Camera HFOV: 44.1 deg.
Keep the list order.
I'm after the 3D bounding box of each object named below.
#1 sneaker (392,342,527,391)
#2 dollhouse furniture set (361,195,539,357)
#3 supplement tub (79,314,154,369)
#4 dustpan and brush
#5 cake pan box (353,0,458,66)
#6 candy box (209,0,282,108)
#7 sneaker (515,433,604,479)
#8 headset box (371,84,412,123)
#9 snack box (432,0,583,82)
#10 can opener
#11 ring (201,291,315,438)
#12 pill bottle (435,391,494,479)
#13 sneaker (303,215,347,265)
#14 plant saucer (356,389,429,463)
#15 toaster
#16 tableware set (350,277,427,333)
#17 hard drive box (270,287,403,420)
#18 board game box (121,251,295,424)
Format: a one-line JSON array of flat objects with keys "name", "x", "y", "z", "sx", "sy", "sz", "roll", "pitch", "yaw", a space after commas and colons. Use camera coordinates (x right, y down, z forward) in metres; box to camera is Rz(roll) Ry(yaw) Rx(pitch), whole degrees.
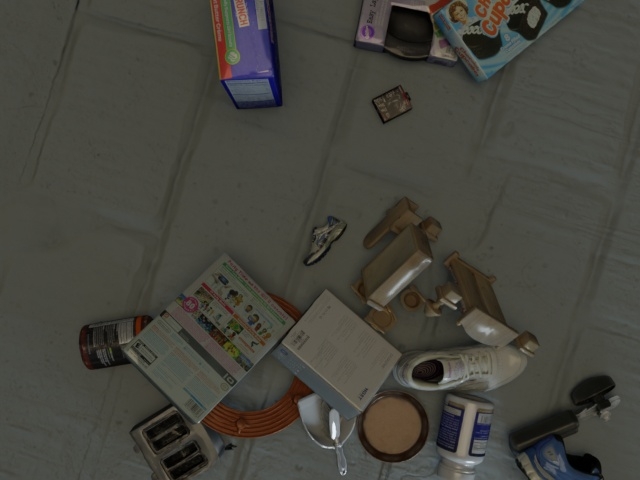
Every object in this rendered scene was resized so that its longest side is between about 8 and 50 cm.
[{"name": "sneaker", "x": 0.320, "y": 0.294, "z": 1.770, "sx": 0.305, "sy": 0.152, "sz": 0.114, "roll": -7, "pitch": 86, "yaw": -2}, {"name": "dollhouse furniture set", "x": 0.281, "y": 0.119, "z": 1.793, "sx": 0.355, "sy": 0.303, "sz": 0.174, "roll": 32, "pitch": 118, "yaw": -25}, {"name": "supplement tub", "x": -0.436, "y": 0.228, "z": 1.791, "sx": 0.198, "sy": 0.106, "sz": 0.106, "roll": -9, "pitch": 89, "yaw": -1}, {"name": "dustpan and brush", "x": 0.031, "y": 0.439, "z": 1.802, "sx": 0.147, "sy": 0.060, "sz": 0.211, "roll": -19, "pitch": 117, "yaw": -26}, {"name": "cake pan box", "x": 0.219, "y": -0.548, "z": 1.834, "sx": 0.246, "sy": 0.070, "sz": 0.267, "roll": 13, "pitch": 89, "yaw": 2}, {"name": "candy box", "x": -0.157, "y": -0.443, "z": 1.703, "sx": 0.122, "sy": 0.317, "sz": 0.268, "roll": -6, "pitch": 88, "yaw": 0}, {"name": "sneaker", "x": 0.591, "y": 0.566, "z": 1.758, "sx": 0.147, "sy": 0.130, "sz": 0.330, "roll": -42, "pitch": 101, "yaw": 3}, {"name": "headset box", "x": 0.171, "y": -0.319, "z": 1.844, "sx": 0.083, "sy": 0.032, "sz": 0.062, "roll": -28, "pitch": 89, "yaw": -2}, {"name": "snack box", "x": 0.431, "y": -0.530, "z": 1.797, "sx": 0.322, "sy": 0.060, "sz": 0.187, "roll": -40, "pitch": 100, "yaw": -11}, {"name": "can opener", "x": 0.559, "y": 0.408, "z": 1.818, "sx": 0.280, "sy": 0.074, "sz": 0.093, "roll": -26, "pitch": 54, "yaw": -2}, {"name": "ring", "x": -0.159, "y": 0.272, "z": 1.774, "sx": 0.336, "sy": 0.032, "sz": 0.336, "roll": 3, "pitch": 74, "yaw": -12}, {"name": "pill bottle", "x": 0.321, "y": 0.446, "z": 1.786, "sx": 0.112, "sy": 0.112, "sz": 0.186, "roll": 12, "pitch": 88, "yaw": 0}, {"name": "sneaker", "x": 0.000, "y": 0.000, "z": 1.832, "sx": 0.058, "sy": 0.052, "sz": 0.135, "roll": 39, "pitch": 81, "yaw": 11}, {"name": "plant saucer", "x": 0.167, "y": 0.428, "z": 1.827, "sx": 0.168, "sy": 0.029, "sz": 0.168, "roll": 0, "pitch": 88, "yaw": -1}, {"name": "toaster", "x": -0.315, "y": 0.454, "z": 1.783, "sx": 0.186, "sy": 0.110, "sz": 0.168, "roll": -31, "pitch": 90, "yaw": -1}, {"name": "tableware set", "x": 0.154, "y": 0.123, "z": 1.804, "sx": 0.169, "sy": 0.020, "sz": 0.141, "roll": -32, "pitch": 76, "yaw": -23}, {"name": "hard drive box", "x": 0.037, "y": 0.253, "z": 1.763, "sx": 0.232, "sy": 0.089, "sz": 0.181, "roll": 41, "pitch": 58, "yaw": 2}, {"name": "board game box", "x": -0.240, "y": 0.209, "z": 1.705, "sx": 0.224, "sy": 0.097, "sz": 0.303, "roll": 45, "pitch": 71, "yaw": 1}]
